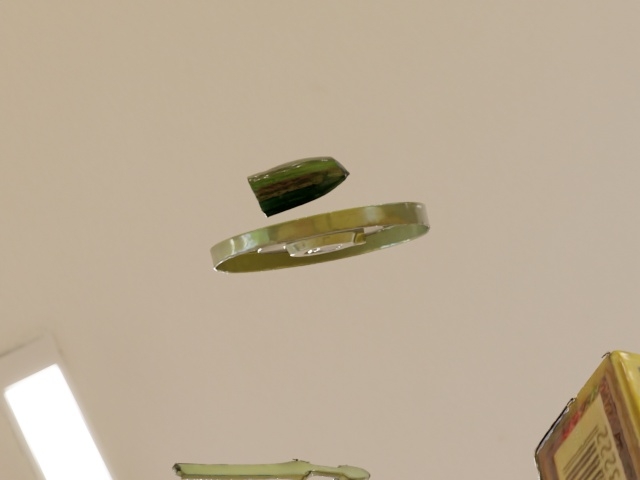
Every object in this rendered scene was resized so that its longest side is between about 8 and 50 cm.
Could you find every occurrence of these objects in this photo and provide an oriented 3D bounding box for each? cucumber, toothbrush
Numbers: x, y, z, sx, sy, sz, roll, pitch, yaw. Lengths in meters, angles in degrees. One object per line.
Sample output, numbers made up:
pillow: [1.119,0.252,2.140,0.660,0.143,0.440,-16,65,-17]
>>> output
cucumber: [-0.022,-0.061,1.405,0.105,0.048,0.048,-19,-52,13]
toothbrush: [-0.043,0.235,1.387,0.294,0.026,0.028,18,-73,-50]

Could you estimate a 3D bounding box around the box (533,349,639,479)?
box: [0.214,0.191,0.539,0.193,0.301,0.084,11,-50,-17]

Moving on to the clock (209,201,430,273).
clock: [0.000,0.000,1.441,0.235,0.235,0.029,-9,-97,-23]
